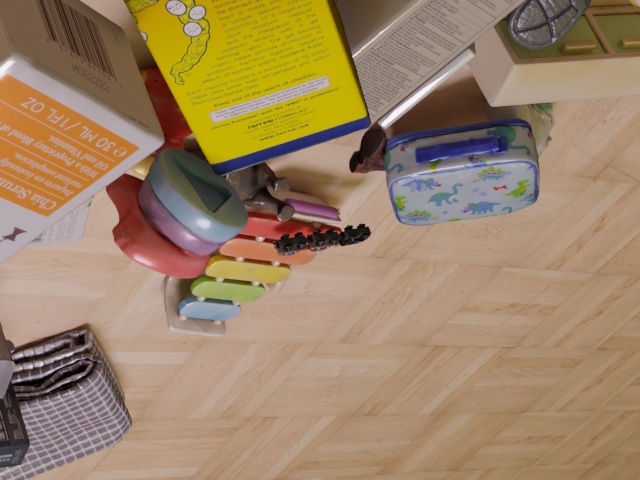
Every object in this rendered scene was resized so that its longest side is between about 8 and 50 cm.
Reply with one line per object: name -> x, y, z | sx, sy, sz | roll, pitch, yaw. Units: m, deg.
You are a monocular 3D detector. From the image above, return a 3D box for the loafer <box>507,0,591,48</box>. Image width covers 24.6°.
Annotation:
loafer -> 0.351, -0.379, 1.883 | 0.109, 0.095, 0.302 | 35, 116, -22

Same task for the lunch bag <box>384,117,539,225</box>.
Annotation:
lunch bag -> 0.203, -0.099, 2.090 | 0.219, 0.090, 0.176 | -9, 156, 7

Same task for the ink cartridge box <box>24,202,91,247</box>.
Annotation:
ink cartridge box -> -0.402, -0.065, 1.833 | 0.219, 0.093, 0.160 | -7, 146, -26

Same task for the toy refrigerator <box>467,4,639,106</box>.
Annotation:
toy refrigerator -> 0.346, -0.261, 2.030 | 0.269, 0.102, 0.094 | -6, 146, -26

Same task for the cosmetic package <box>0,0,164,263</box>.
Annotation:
cosmetic package -> -0.405, -0.066, 1.419 | 0.453, 0.161, 0.230 | -34, 149, 18

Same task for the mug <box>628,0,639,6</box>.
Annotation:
mug -> 0.419, -0.352, 1.979 | 0.078, 0.062, 0.064 | -44, 137, 21

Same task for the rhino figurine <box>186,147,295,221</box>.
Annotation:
rhino figurine -> -0.146, -0.086, 1.974 | 0.243, 0.106, 0.073 | 11, 107, -43

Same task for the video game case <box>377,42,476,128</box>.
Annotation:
video game case -> 0.136, -0.229, 1.911 | 0.157, 0.143, 0.019 | -38, 114, 24

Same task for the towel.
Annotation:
towel -> -0.455, 0.274, 2.311 | 0.283, 0.121, 0.235 | -21, 149, -4

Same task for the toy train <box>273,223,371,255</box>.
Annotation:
toy train -> 0.000, 0.000, 2.120 | 0.158, 0.027, 0.036 | -8, 158, -29

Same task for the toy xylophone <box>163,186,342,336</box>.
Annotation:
toy xylophone -> -0.089, 0.026, 2.207 | 0.236, 0.081, 0.323 | 3, 141, -38

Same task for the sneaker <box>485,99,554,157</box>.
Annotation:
sneaker -> 0.305, -0.182, 2.173 | 0.094, 0.080, 0.212 | -36, 156, -4

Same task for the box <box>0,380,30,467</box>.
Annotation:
box -> -0.527, 0.214, 2.053 | 0.183, 0.233, 0.059 | -2, 141, -33

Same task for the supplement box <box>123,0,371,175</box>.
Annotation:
supplement box -> -0.091, -0.266, 1.583 | 0.195, 0.194, 0.356 | -17, 146, 5

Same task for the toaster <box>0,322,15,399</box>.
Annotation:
toaster -> -0.523, 0.133, 1.997 | 0.185, 0.168, 0.110 | -1, 141, -35

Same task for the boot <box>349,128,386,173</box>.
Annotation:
boot -> 0.111, -0.131, 2.138 | 0.114, 0.037, 0.106 | -2, 157, -27

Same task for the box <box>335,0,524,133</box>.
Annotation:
box -> 0.101, -0.284, 1.803 | 0.311, 0.121, 0.148 | -37, 147, 23

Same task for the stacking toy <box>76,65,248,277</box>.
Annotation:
stacking toy -> -0.217, -0.121, 1.705 | 0.279, 0.309, 0.130 | 25, 118, -40
